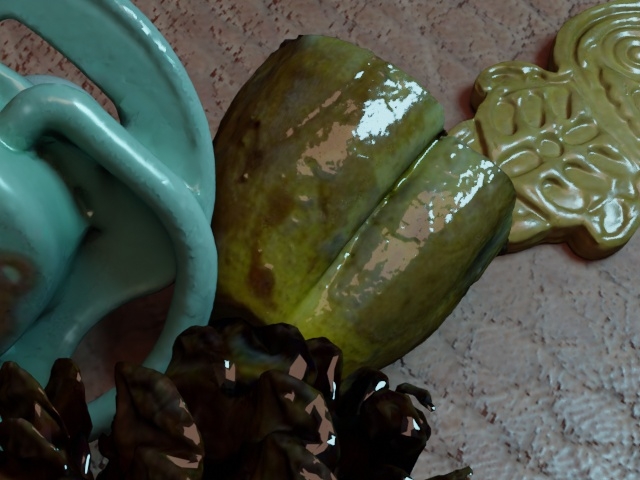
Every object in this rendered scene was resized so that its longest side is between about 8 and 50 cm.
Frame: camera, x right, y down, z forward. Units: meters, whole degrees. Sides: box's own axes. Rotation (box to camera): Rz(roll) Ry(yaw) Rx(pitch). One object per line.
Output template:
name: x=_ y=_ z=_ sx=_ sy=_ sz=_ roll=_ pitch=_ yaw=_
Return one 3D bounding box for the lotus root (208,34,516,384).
lotus root: x=0.001 y=0.000 z=0.726 sx=0.188 sy=0.199 sz=0.180 roll=26 pitch=58 yaw=17

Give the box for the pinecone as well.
pinecone: x=-0.054 y=0.170 z=0.594 sx=0.296 sy=0.298 sz=0.242 roll=-6 pitch=34 yaw=-20

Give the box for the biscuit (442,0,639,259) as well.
biscuit: x=0.222 y=-0.088 z=0.882 sx=0.289 sy=0.044 sz=0.202 roll=-20 pitch=65 yaw=-16

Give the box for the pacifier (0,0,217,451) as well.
pacifier: x=-0.193 y=-0.023 z=0.725 sx=0.288 sy=0.343 sz=0.269 roll=44 pitch=25 yaw=-9
